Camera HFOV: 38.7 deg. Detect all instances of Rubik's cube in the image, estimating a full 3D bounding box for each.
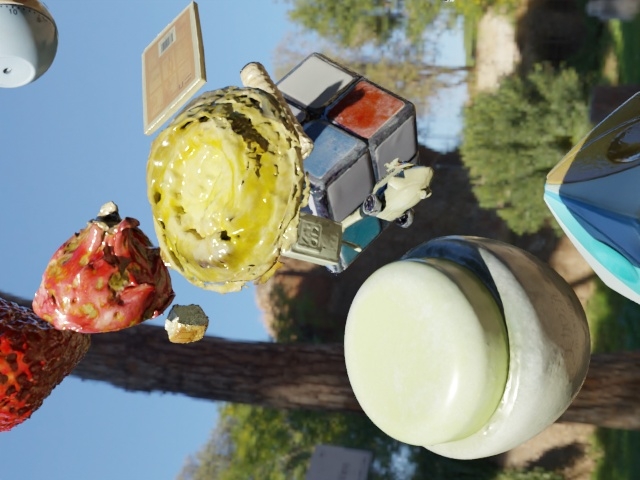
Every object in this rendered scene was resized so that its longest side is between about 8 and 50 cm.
[{"bbox_3d":[0.718,-0.075,1.852,0.351,0.352,0.347,52,172,-24],"label":"Rubik's cube"},{"bbox_3d":[0.015,-0.175,2.054,0.313,0.316,0.318,-43,-32,-21],"label":"Rubik's cube"}]

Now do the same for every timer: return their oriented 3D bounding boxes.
[{"bbox_3d":[-0.502,-0.367,1.430,0.175,0.175,0.255,-3,-100,-75],"label":"timer"}]

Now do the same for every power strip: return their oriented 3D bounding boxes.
[{"bbox_3d":[0.000,0.000,1.517,0.175,0.042,0.075,14,-103,-38],"label":"power strip"}]

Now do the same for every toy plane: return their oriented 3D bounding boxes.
[{"bbox_3d":[0.096,-0.066,1.599,0.092,0.286,0.108,16,-125,-31],"label":"toy plane"}]

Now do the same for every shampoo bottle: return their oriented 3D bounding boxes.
[{"bbox_3d":[0.220,0.154,1.344,0.317,0.323,0.322,1,-87,-42],"label":"shampoo bottle"}]

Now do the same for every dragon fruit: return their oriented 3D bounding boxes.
[{"bbox_3d":[-0.357,0.044,1.584,0.262,0.134,0.211,-21,-57,-36],"label":"dragon fruit"}]

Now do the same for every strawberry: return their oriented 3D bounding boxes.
[{"bbox_3d":[-0.598,0.231,1.744,0.351,0.312,0.267,-11,-88,-47],"label":"strawberry"}]

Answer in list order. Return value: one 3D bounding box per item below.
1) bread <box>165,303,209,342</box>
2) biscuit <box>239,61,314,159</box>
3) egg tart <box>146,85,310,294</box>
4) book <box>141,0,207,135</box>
[{"bbox_3d":[-0.298,0.189,2.036,0.076,0.083,0.070,57,138,41],"label":"bread"},{"bbox_3d":[-0.082,-0.238,1.653,0.055,0.061,0.219,-2,-124,-51],"label":"biscuit"},{"bbox_3d":[-0.136,-0.070,1.167,0.095,0.279,0.278,7,-93,-50],"label":"egg tart"},{"bbox_3d":[-0.281,-0.329,1.729,0.018,0.170,0.241,29,-144,-37],"label":"book"}]
